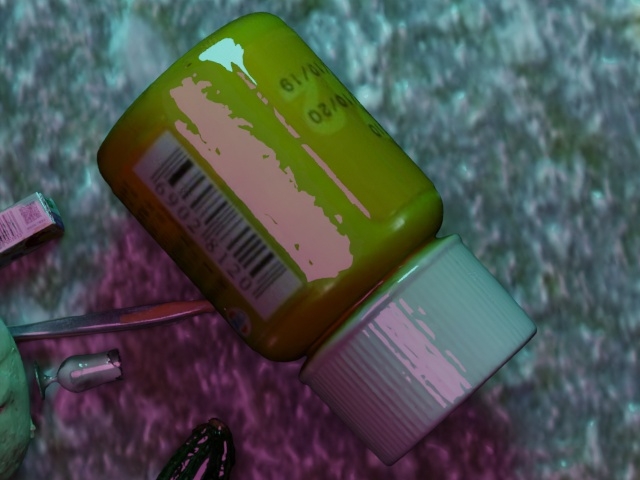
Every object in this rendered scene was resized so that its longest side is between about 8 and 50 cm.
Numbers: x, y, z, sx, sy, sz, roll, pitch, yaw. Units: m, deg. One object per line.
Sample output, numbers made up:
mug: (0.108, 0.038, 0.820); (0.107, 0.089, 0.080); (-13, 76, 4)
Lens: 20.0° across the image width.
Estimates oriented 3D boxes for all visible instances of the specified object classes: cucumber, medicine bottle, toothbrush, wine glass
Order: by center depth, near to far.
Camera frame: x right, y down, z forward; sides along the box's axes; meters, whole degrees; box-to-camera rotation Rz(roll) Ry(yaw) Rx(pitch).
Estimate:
medicine bottle: (0.000, 0.000, 1.635); (0.224, 0.224, 0.384); (-42, 84, -2)
cucumber: (-0.151, 0.287, 1.693); (0.077, 0.077, 0.265); (30, 85, 4)
wine glass: (-0.229, 0.123, 1.728); (0.083, 0.042, 0.039); (-14, 123, -2)
toothbrush: (-0.282, 0.089, 1.735); (0.375, 0.028, 0.037); (-7, 78, 2)

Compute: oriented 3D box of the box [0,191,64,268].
box: (-0.344, 0.020, 1.733); (0.207, 0.050, 0.041); (-30, 82, -1)

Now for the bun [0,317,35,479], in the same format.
bun: (-0.396, 0.166, 1.613); (0.293, 0.187, 0.293); (-4, 104, -18)
